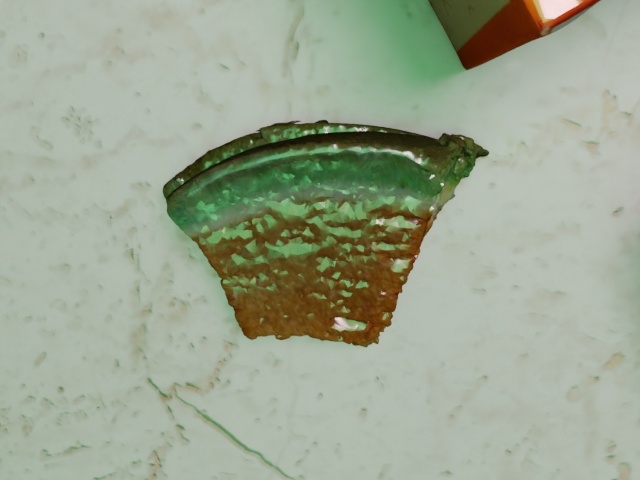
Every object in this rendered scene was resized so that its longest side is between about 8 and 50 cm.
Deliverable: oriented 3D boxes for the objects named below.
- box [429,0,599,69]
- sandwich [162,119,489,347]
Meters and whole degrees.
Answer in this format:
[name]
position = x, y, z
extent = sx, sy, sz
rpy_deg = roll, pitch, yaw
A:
[box]
position = 0.192, -0.305, 0.367
extent = 0.349, 0.318, 0.256
rpy_deg = -29, 99, 13
[sandwich]
position = -0.009, -0.011, 0.568
extent = 0.292, 0.109, 0.212
rpy_deg = 12, 104, 4
